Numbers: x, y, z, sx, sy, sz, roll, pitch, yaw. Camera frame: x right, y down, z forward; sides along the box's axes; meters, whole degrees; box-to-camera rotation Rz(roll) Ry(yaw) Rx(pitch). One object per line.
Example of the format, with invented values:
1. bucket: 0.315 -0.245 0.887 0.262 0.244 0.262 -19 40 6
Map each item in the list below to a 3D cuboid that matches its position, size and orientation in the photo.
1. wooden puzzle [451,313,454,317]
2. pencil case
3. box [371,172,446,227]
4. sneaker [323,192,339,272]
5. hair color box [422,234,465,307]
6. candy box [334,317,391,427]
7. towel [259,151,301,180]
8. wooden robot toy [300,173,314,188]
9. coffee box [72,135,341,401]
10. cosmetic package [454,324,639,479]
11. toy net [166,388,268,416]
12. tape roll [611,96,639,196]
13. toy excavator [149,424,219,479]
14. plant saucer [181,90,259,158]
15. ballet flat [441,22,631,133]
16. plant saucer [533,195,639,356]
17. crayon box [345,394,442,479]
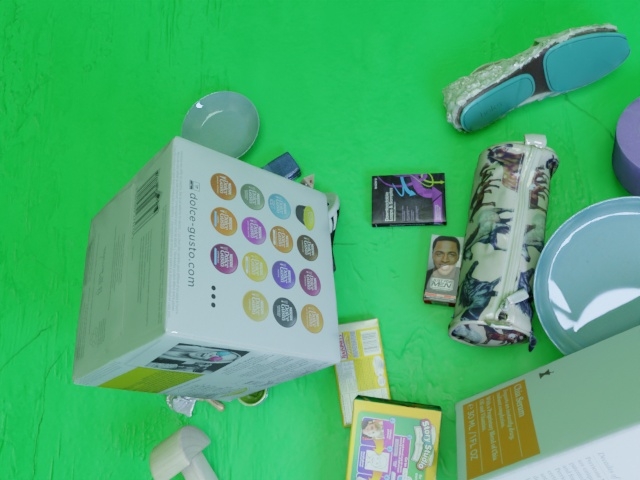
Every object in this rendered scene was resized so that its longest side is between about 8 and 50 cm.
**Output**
1. wooden puzzle: 0.331 0.160 1.222 0.116 0.014 0.078 30 76 17
2. pencil case: 0.359 0.002 1.168 0.160 0.183 0.410 17 72 -9
3. box: 0.191 -0.088 1.316 0.162 0.029 0.116 -2 73 11
4. sneaker: 0.000 0.000 1.303 0.079 0.121 0.217 -2 38 22
5. hair color box: 0.256 0.063 1.247 0.072 0.043 0.141 5 73 17
6. candy box: 0.083 0.267 1.226 0.105 0.027 0.206 -11 72 9
7. towel: -0.107 -0.150 1.390 0.119 0.029 0.067 -32 70 0
8. wooden robot toy: -0.072 -0.076 1.342 0.173 0.076 0.079 -30 81 1
9. coffee box: -0.203 0.079 1.088 0.338 0.334 0.337 -30 53 41
10. cosmetic package: 0.448 0.297 0.952 0.453 0.230 0.161 -30 103 20
11. toy net: -0.222 0.299 1.263 0.232 0.045 0.122 -12 71 7
12. tape roll: 0.719 -0.182 1.168 0.275 0.090 0.275 -10 50 12
13. toy excavator: -0.162 0.603 1.078 0.222 0.445 0.433 -37 109 6
14. plant saucer: -0.236 -0.264 1.445 0.195 0.037 0.195 -3 73 10
15. ballet flat: 0.449 -0.374 1.308 0.409 0.147 0.147 -23 70 3
16. plant saucer: 0.534 0.082 1.047 0.317 0.044 0.317 1 93 13
17. crayon box: 0.131 0.440 1.119 0.165 0.081 0.278 6 79 10
